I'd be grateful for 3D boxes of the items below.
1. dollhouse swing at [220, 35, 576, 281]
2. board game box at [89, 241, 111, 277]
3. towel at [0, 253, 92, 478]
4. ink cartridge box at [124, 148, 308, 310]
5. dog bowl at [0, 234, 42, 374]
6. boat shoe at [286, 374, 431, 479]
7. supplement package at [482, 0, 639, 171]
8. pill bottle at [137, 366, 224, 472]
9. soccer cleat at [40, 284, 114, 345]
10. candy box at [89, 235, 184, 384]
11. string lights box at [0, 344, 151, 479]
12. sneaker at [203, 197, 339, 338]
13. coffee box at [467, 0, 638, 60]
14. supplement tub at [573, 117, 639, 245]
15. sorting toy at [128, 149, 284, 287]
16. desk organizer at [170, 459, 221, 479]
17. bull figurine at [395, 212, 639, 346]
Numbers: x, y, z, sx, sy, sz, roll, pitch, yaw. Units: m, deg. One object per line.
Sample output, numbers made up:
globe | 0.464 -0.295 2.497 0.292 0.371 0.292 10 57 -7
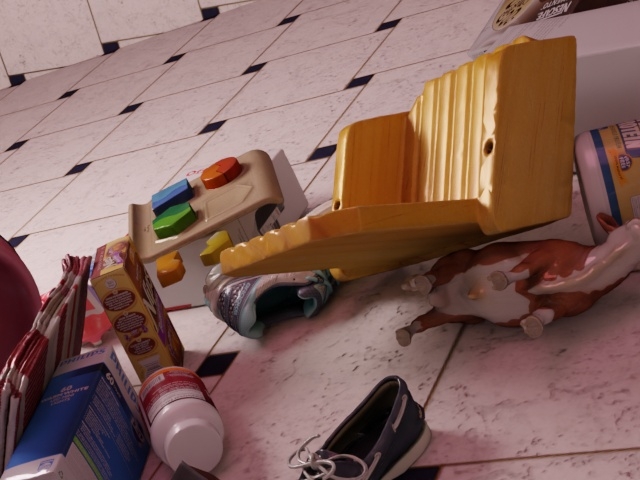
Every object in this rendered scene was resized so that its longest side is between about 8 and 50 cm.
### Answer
dollhouse swing | 0.073 -0.103 1.540 0.305 0.315 0.347 12 -16 -28
board game box | -0.356 0.033 2.171 0.090 0.020 0.090 0 31 45
towel | -0.344 0.188 1.565 0.037 0.237 0.329 11 27 0
ink cartridge box | -0.165 -0.017 1.968 0.197 0.114 0.273 -10 26 29
dog bowl | -0.537 0.134 1.676 0.150 0.408 0.408 21 46 35
boat shoe | 0.019 0.232 1.277 0.095 0.079 0.254 4 35 48
supplement package | 0.383 -0.210 1.776 0.293 0.175 0.177 -5 28 37
pill bottle | -0.160 0.212 1.493 0.086 0.086 0.152 -27 23 -7
soccer cleat | -0.414 0.112 1.953 0.248 0.095 0.083 -5 29 38
candy box | -0.237 0.099 1.686 0.053 0.186 0.109 -22 23 5
string lights box | -0.269 0.245 1.462 0.077 0.133 0.259 -19 22 13
sneaker | -0.010 0.046 1.730 0.283 0.110 0.122 -31 40 -10
coffee box | 0.382 -0.343 2.008 0.168 0.119 0.297 -56 18 -16
supplement tub | 0.402 -0.076 1.487 0.200 0.144 0.144 -13 24 9
sorting toy | -0.167 -0.041 1.825 0.229 0.041 0.307 -23 24 1
desk organizer | -0.100 0.280 1.325 0.130 0.050 0.047 26 85 43
bull figurine | 0.225 0.047 1.431 0.310 0.101 0.188 -15 2 44
